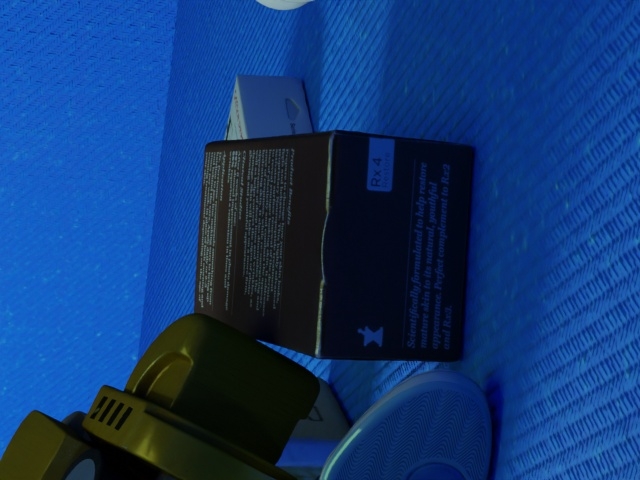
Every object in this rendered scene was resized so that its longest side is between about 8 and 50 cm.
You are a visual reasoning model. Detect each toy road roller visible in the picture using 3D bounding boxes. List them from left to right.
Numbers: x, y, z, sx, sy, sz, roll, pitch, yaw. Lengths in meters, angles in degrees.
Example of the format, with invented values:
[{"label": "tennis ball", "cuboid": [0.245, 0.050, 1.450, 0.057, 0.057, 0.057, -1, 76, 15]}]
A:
[{"label": "toy road roller", "cuboid": [-0.134, 0.193, 1.576, 0.241, 0.202, 0.329, -62, 22, -9]}]

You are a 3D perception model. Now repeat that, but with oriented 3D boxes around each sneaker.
[{"label": "sneaker", "cuboid": [0.051, 0.209, 1.468, 0.208, 0.127, 0.319, -75, 11, -66]}]

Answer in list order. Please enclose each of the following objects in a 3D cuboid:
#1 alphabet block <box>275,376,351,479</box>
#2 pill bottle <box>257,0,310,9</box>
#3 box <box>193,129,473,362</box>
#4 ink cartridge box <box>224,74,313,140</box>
[{"label": "alphabet block", "cuboid": [-0.076, 0.262, 1.853, 0.197, 0.193, 0.192, -123, 39, -70]}, {"label": "pill bottle", "cuboid": [-0.021, -0.333, 1.888, 0.229, 0.131, 0.131, 143, 129, -74]}, {"label": "box", "cuboid": [0.000, 0.000, 1.599, 0.381, 0.143, 0.191, -172, 86, -72]}, {"label": "ink cartridge box", "cuboid": [-0.074, -0.084, 2.176, 0.153, 0.086, 0.208, -102, 20, -49]}]
